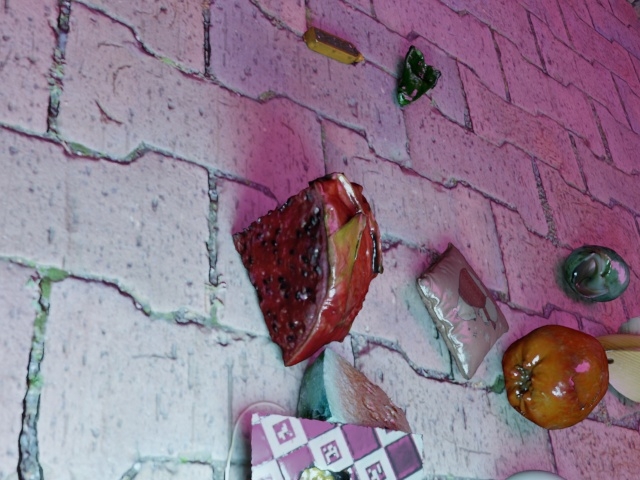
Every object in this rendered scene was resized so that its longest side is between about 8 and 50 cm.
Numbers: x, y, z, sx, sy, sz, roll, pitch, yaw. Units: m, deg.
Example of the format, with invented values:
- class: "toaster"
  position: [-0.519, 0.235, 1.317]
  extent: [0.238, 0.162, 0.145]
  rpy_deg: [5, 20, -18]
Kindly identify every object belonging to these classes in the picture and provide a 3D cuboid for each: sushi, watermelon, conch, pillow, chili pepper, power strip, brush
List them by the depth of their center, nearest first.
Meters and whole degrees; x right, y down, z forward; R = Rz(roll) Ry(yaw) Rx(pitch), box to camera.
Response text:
- class: "sushi"
  position: [0.015, 0.411, 1.143]
  extent: [0.292, 0.059, 0.294]
  rpy_deg: [12, 69, -27]
- class: "watermelon"
  position: [0.067, 0.287, 1.288]
  extent: [0.241, 0.094, 0.154]
  rpy_deg: [34, 34, -28]
- class: "pillow"
  position: [0.287, 0.135, 1.610]
  extent: [0.223, 0.084, 0.236]
  rpy_deg: [-31, 92, -52]
- class: "power strip"
  position: [0.035, -0.433, 1.774]
  extent: [0.178, 0.028, 0.049]
  rpy_deg: [11, 57, -43]
- class: "chili pepper"
  position: [0.228, -0.398, 1.932]
  extent: [0.108, 0.062, 0.216]
  rpy_deg: [41, 41, -10]
- class: "brush"
  position: [0.785, 0.282, 1.991]
  extent: [0.266, 0.174, 0.166]
  rpy_deg: [25, 33, -12]
- class: "conch"
  position: [0.721, 0.090, 2.075]
  extent: [0.188, 0.122, 0.176]
  rpy_deg: [42, 62, -15]

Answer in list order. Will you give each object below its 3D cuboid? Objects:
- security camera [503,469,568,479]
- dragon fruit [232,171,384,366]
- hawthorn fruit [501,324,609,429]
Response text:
- class: "security camera"
  position: [0.374, 0.512, 1.362]
  extent: [0.194, 0.194, 0.236]
  rpy_deg: [33, 44, -28]
- class: "dragon fruit"
  position: [0.000, 0.000, 1.344]
  extent: [0.240, 0.302, 0.330]
  rpy_deg: [30, 25, 12]
- class: "hawthorn fruit"
  position: [0.509, 0.272, 1.656]
  extent: [0.299, 0.211, 0.211]
  rpy_deg: [-8, 71, -48]
